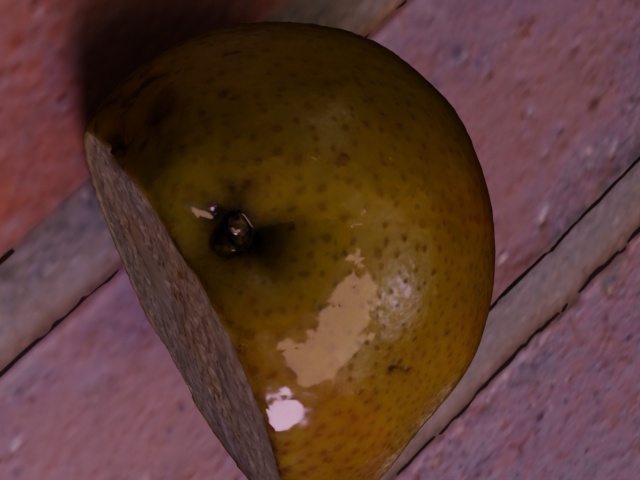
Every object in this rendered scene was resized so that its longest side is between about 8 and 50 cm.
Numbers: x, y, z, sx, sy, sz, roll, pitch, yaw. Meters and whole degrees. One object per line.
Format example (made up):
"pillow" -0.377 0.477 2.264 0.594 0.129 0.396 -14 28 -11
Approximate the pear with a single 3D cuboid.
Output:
"pear" 0.000 0.000 0.583 0.104 0.141 0.141 -28 134 -9
